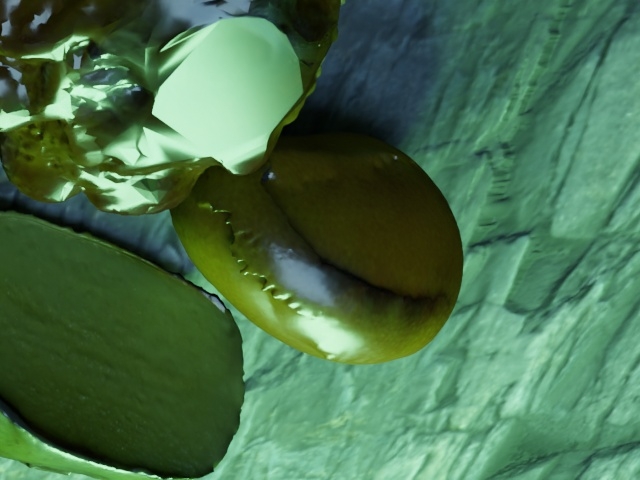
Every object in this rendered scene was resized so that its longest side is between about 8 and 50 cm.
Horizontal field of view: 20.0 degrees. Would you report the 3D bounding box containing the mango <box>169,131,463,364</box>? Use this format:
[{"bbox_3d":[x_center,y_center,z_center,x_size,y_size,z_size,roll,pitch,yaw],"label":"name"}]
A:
[{"bbox_3d":[0.000,0.000,1.175,0.236,0.166,0.136,21,116,-44],"label":"mango"}]

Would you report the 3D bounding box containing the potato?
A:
[{"bbox_3d":[-0.176,0.085,1.192,0.111,0.160,0.272,-23,149,34],"label":"potato"}]

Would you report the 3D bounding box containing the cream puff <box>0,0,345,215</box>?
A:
[{"bbox_3d":[-0.093,-0.129,0.981,0.269,0.155,0.241,-39,140,16],"label":"cream puff"}]
